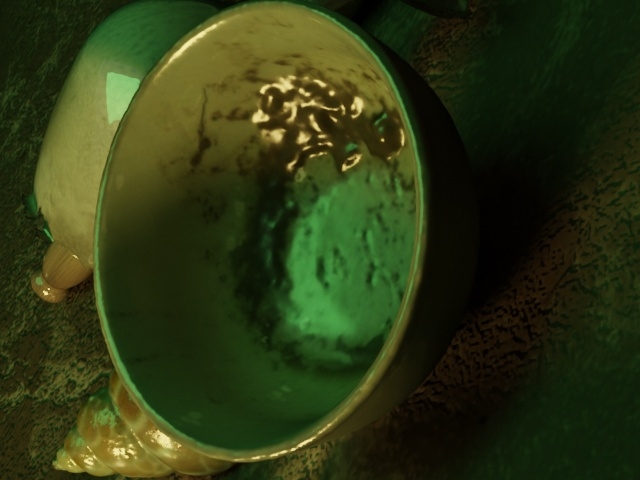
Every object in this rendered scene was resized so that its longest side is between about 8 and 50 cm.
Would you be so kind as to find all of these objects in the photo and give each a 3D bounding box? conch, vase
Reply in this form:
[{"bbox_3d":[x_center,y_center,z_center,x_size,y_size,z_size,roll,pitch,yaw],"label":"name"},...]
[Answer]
[{"bbox_3d":[-0.113,0.123,1.407,0.173,0.106,0.116,-6,80,48],"label":"conch"},{"bbox_3d":[-0.254,0.022,1.858,0.100,0.053,0.053,-45,30,48],"label":"vase"}]

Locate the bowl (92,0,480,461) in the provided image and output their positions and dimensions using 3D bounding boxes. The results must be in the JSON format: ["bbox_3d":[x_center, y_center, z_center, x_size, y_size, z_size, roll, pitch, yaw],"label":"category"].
[{"bbox_3d":[0.000,0.000,1.175,0.289,0.146,0.289,-8,78,42],"label":"bowl"}]

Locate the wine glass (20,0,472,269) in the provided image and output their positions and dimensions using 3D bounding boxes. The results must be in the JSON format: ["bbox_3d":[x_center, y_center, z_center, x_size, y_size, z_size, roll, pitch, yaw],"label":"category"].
[{"bbox_3d":[-0.061,-0.111,1.359,0.323,0.238,0.238,-53,26,20],"label":"wine glass"}]

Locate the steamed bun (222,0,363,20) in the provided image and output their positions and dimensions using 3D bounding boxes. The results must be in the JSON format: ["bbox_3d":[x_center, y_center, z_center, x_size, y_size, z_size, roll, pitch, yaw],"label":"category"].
[{"bbox_3d":[-0.020,-0.233,1.503,0.155,0.172,0.141,-7,70,43],"label":"steamed bun"}]
